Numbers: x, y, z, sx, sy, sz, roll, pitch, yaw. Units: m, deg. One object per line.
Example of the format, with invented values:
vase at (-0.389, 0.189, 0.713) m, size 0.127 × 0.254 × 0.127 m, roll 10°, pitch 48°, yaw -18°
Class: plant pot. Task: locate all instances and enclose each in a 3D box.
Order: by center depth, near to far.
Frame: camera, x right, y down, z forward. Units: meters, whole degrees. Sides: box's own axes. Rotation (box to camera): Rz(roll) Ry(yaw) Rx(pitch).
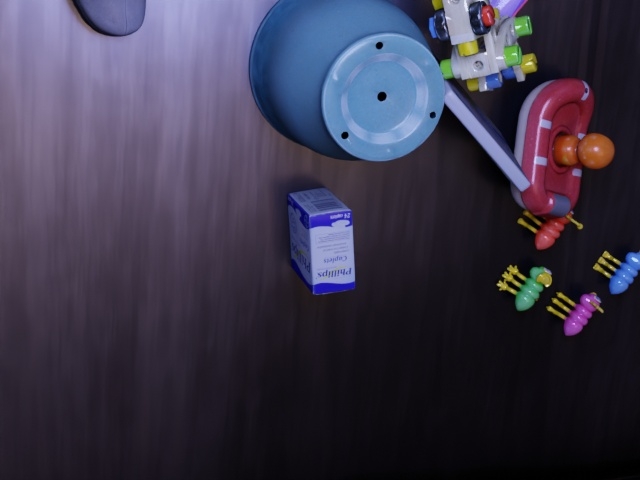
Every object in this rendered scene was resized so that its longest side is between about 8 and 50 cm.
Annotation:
plant pot at (0.054, -0.233, 1.613) m, size 0.271 × 0.255 × 0.272 m, roll -6°, pitch 112°, yaw -15°

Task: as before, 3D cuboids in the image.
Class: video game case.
video game case at (0.241, -0.193, 1.721) m, size 0.023 × 0.193 × 0.212 m, roll -38°, pitch 117°, yaw 15°

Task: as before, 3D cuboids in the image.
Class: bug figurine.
bug figurine at (0.454, 0.057, 1.946) m, size 0.279 × 0.072 × 0.216 m, roll 28°, pitch 100°, yaw -24°

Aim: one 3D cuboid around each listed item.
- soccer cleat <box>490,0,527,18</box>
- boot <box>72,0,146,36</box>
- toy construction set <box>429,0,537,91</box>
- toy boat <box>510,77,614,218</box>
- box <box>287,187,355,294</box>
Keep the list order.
soccer cleat at (0.302, -0.415, 1.723) m, size 0.095 × 0.083 × 0.248 m, roll 31°, pitch 101°, yaw -20°
boot at (-0.252, -0.421, 1.451) m, size 0.118 × 0.222 × 0.338 m, roll -20°, pitch 120°, yaw -32°
toy construction set at (0.213, -0.370, 1.603) m, size 0.151 × 0.215 × 0.328 m, roll -24°, pitch 96°, yaw 30°
toy boat at (0.409, -0.150, 1.782) m, size 0.151 × 0.151 × 0.231 m, roll 8°, pitch 88°, yaw -46°
box at (0.000, 0.000, 1.754) m, size 0.072 × 0.126 × 0.137 m, roll -10°, pitch 112°, yaw -15°
